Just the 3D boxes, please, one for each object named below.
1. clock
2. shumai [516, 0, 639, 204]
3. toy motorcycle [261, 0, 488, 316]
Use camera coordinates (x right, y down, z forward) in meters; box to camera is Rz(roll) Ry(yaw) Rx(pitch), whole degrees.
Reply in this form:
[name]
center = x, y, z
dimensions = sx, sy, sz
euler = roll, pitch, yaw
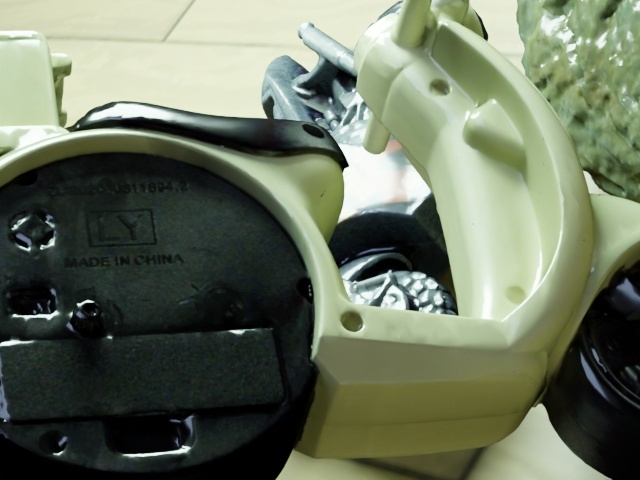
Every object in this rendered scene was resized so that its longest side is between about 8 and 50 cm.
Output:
[clock]
center = 0.000, 0.000, 0.776
dimensions = 0.379, 0.120, 0.276
euler = -4, 55, -18
[shumai]
center = 0.238, -0.143, 0.906
dimensions = 0.222, 0.203, 0.272
euler = 41, 118, 56
[toy motorcycle]
center = 0.014, -0.021, 0.975
dimensions = 0.173, 0.108, 0.307
euler = -21, 40, 30
